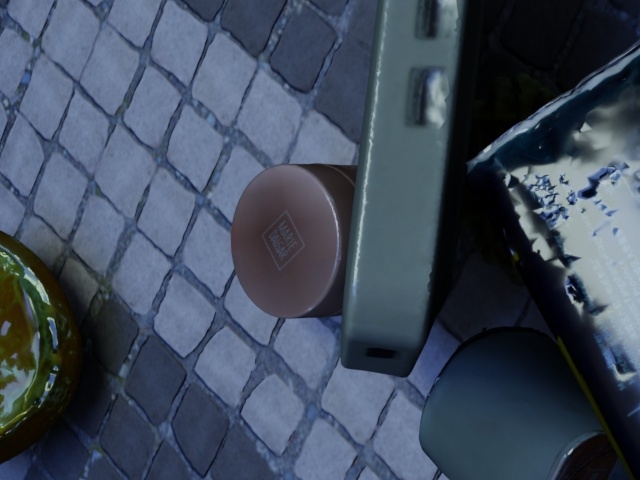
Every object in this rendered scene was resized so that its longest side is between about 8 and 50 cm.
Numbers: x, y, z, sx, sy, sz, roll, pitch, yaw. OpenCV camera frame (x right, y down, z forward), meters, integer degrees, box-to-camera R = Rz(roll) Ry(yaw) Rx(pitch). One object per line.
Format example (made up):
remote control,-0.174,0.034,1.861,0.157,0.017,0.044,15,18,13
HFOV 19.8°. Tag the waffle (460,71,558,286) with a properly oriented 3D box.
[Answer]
waffle,0.183,-0.053,1.636,0.183,0.036,0.169,48,123,33

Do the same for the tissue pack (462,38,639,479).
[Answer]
tissue pack,0.327,0.069,1.325,0.264,0.253,0.416,-35,65,18

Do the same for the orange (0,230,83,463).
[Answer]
orange,-0.396,0.125,2.083,0.334,0.196,0.262,-42,77,40

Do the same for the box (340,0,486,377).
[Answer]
box,0.077,-0.082,1.520,0.090,0.367,0.373,8,82,1

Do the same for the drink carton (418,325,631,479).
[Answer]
drink carton,0.193,0.188,1.544,0.189,0.191,0.185,42,122,46

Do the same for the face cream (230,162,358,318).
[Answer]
face cream,0.000,0.000,1.763,0.149,0.104,0.149,1,92,44
